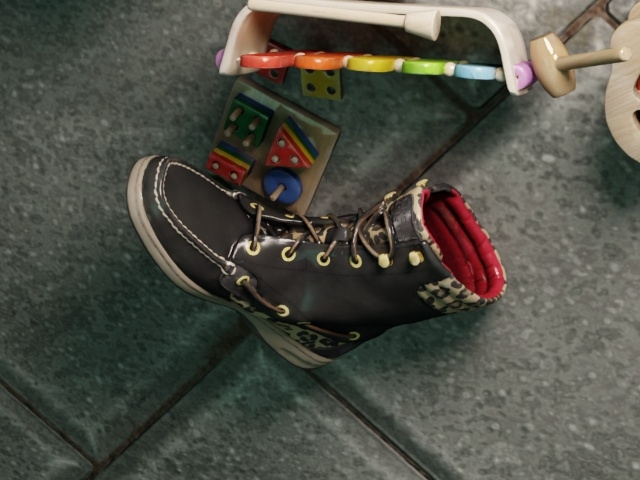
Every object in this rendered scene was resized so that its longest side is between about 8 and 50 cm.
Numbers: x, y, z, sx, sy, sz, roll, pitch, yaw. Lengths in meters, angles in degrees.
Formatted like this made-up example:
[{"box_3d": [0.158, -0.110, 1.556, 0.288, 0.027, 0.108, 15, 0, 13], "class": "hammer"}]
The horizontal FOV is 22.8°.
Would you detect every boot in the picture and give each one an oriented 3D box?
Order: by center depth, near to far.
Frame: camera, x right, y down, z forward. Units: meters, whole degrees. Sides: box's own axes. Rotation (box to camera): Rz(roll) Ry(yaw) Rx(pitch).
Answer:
[{"box_3d": [0.000, 0.000, 1.725, 0.284, 0.138, 0.377, -17, 135, 32], "class": "boot"}]

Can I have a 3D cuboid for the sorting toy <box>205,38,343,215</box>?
[{"box_3d": [-0.059, -0.104, 1.788, 0.132, 0.046, 0.274, 29, 130, 6], "class": "sorting toy"}]

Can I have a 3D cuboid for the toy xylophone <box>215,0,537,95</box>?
[{"box_3d": [0.047, -0.193, 1.558, 0.323, 0.236, 0.081, 7, 100, 23], "class": "toy xylophone"}]

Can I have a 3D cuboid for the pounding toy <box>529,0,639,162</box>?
[{"box_3d": [0.336, -0.139, 1.486, 0.270, 0.155, 0.154, -7, 114, 31], "class": "pounding toy"}]
